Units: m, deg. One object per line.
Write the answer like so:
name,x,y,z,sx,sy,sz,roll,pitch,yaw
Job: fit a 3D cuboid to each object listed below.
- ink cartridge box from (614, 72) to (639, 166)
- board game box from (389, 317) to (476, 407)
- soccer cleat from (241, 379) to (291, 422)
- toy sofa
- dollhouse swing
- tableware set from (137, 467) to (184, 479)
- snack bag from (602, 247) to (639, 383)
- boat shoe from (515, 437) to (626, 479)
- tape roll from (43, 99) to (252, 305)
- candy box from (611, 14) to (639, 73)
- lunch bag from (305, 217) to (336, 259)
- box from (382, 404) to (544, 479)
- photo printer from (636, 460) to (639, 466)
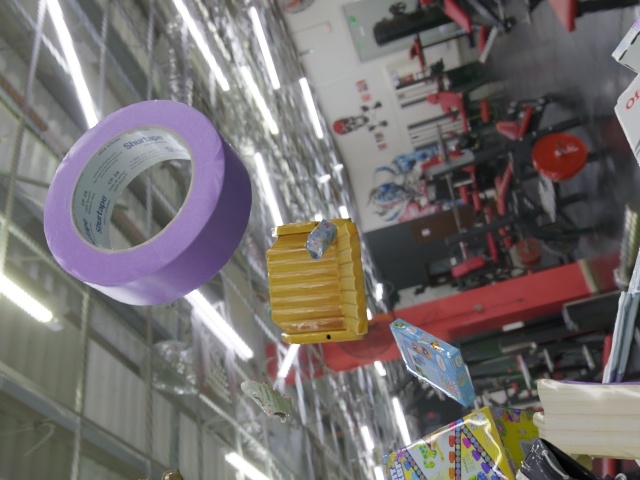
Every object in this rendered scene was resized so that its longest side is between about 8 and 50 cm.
ink cartridge box,0.536,-0.154,0.938,0.283,0.117,0.207,-88,20,-44
board game box,0.263,0.286,1.670,0.211,0.039,0.160,26,145,54
soccer cleat,-0.156,0.469,2.064,0.196,0.068,0.076,38,-133,-35
toy sofa,0.552,0.315,1.182,0.150,0.363,0.177,7,-105,-38
dollhouse swing,-0.020,0.117,1.966,0.305,0.315,0.346,8,-104,-81
tableware set,-0.352,0.599,1.617,0.169,0.020,0.141,-5,-127,-44
snack bag,0.617,0.195,1.449,0.342,0.037,0.323,-63,-27,-29
boat shoe,0.340,0.307,0.845,0.075,0.206,0.064,19,-87,-57
tape roll,-0.236,-0.054,0.967,0.090,0.275,0.274,49,-153,-59
candy box,0.752,-0.432,1.497,0.196,0.165,0.070,-60,6,27
lunch bag,0.000,0.000,1.719,0.071,0.053,0.083,-52,-20,-31
box,0.335,0.472,1.411,0.290,0.279,0.177,17,-133,-40
photo printer,0.736,0.338,1.355,0.107,0.308,0.256,54,-174,6
